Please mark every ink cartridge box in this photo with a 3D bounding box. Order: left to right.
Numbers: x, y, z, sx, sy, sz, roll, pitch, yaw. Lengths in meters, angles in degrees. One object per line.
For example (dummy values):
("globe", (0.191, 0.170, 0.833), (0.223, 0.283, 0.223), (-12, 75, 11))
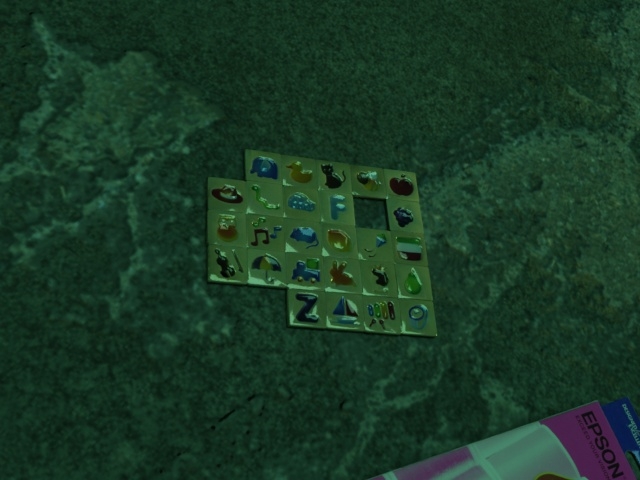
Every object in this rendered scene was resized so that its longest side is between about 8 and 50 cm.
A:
("ink cartridge box", (0.203, 0.260, 0.787), (0.370, 0.069, 0.176), (-10, 66, -28))

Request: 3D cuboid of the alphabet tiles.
("alphabet tiles", (0.000, 0.000, 0.888), (0.237, 0.009, 0.198), (6, 60, -18))
